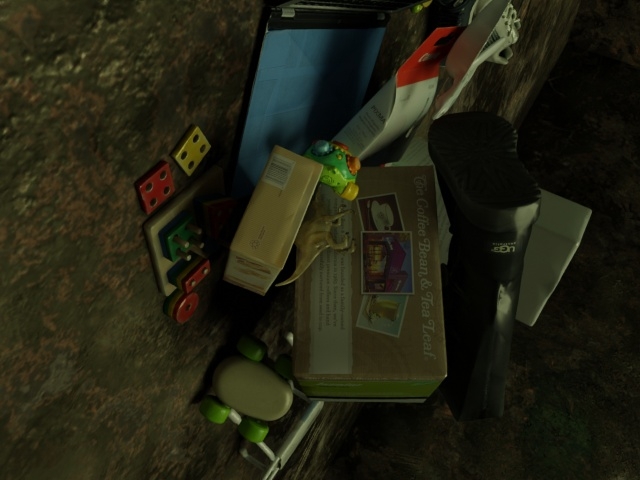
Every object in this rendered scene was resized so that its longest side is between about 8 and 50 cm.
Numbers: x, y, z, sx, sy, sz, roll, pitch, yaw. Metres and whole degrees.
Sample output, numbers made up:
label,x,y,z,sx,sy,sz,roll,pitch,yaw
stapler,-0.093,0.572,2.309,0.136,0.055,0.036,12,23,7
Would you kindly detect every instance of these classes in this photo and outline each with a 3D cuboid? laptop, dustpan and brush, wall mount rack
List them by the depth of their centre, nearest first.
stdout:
label,x,y,z,sx,sy,sz,roll,pitch,yaw
laptop,0.100,-0.239,0.842,0.382,0.408,0.236,-33,112,-56
dustpan and brush,0.215,-0.257,0.867,0.211,0.060,0.147,-43,168,-16
wall mount rack,-0.088,0.376,1.318,0.350,0.130,0.304,-52,163,-30

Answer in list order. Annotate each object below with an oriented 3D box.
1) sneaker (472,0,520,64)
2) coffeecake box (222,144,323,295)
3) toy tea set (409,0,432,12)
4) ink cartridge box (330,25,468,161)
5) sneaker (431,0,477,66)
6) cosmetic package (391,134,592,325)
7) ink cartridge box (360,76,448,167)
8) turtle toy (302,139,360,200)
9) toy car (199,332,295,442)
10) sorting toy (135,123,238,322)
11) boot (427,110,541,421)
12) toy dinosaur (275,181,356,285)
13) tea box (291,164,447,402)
label,x,y,z,sx,sy,sz,roll,pitch,yaw
sneaker,0.426,-0.544,1.436,0.111,0.129,0.297,-57,159,-11
coffeecake box,-0.067,-0.018,0.777,0.185,0.068,0.142,128,-16,-71
toy tea set,0.251,-0.541,0.985,0.336,0.124,0.200,-59,161,-11
ink cartridge box,0.138,-0.219,0.903,0.232,0.066,0.189,-37,178,35
sneaker,0.248,-0.445,1.168,0.163,0.086,0.226,-36,149,-50
cosmetic package,0.303,-0.038,1.278,0.161,0.453,0.230,-42,152,-47
ink cartridge box,0.154,-0.199,1.111,0.181,0.056,0.224,-60,-159,-8
turtle toy,0.012,-0.108,0.834,0.066,0.095,0.130,-62,-168,6
toy car,-0.129,0.252,1.103,0.155,0.149,0.188,-59,-170,-1
sorting toy,-0.153,-0.011,0.751,0.132,0.046,0.274,-49,156,-36
boot,0.265,0.041,1.052,0.367,0.146,0.445,-81,167,-54
toy dinosaur,0.000,0.000,0.843,0.053,0.092,0.183,66,32,-52
tea box,0.078,0.090,0.997,0.323,0.220,0.329,83,8,-67
